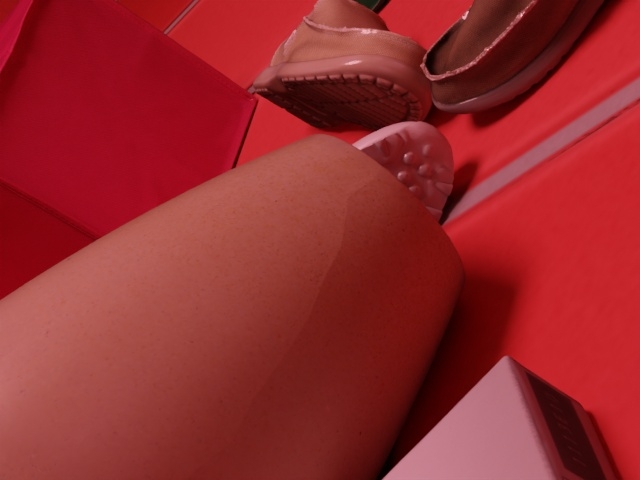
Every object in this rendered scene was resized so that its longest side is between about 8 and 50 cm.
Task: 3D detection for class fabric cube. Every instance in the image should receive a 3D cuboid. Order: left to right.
[{"bbox_3d":[-0.260,-0.062,1.288,0.258,0.254,0.259,-30,34,46],"label":"fabric cube"}]

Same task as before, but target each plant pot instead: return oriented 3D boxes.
[{"bbox_3d":[-0.055,0.078,0.728,0.274,0.256,0.256,-45,19,-15],"label":"plant pot"}]

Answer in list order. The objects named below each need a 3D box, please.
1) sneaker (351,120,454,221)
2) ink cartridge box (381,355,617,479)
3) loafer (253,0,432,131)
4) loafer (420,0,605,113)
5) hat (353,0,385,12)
[{"bbox_3d":[0.000,0.000,0.888,0.235,0.090,0.095,-47,15,22],"label":"sneaker"},{"bbox_3d":[0.046,0.214,0.531,0.239,0.060,0.275,-48,24,19],"label":"ink cartridge box"},{"bbox_3d":[0.019,-0.143,1.008,0.092,0.102,0.268,-65,22,-4],"label":"loafer"},{"bbox_3d":[0.144,-0.185,0.817,0.251,0.087,0.094,-46,25,27],"label":"loafer"},{"bbox_3d":[-0.007,-0.321,1.189,0.173,0.183,0.208,-26,38,53],"label":"hat"}]
